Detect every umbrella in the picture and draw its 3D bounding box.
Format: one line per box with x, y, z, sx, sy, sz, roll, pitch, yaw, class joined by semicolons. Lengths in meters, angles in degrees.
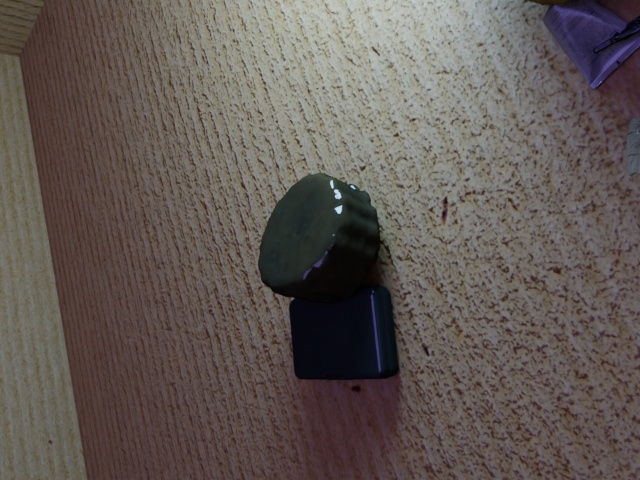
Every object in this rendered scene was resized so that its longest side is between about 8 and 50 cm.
0.439;-0.283;0.685;0.044;0.044;0.269;48;132;-10;umbrella

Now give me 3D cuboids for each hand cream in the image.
0.340;-0.276;0.792;0.142;0.053;0.084;52;126;16;hand cream

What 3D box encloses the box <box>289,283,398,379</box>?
0.034;0.168;1.091;0.230;0.050;0.160;-14;78;45;box

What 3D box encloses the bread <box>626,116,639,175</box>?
0.441;-0.110;0.689;0.152;0.105;0.077;-161;75;-78;bread

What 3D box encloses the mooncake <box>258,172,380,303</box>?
0.000;0.000;1.060;0.228;0.124;0.228;-32;47;41;mooncake

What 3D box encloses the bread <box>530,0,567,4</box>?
0.248;-0.487;0.714;0.394;0.250;0.361;-41;49;38;bread
